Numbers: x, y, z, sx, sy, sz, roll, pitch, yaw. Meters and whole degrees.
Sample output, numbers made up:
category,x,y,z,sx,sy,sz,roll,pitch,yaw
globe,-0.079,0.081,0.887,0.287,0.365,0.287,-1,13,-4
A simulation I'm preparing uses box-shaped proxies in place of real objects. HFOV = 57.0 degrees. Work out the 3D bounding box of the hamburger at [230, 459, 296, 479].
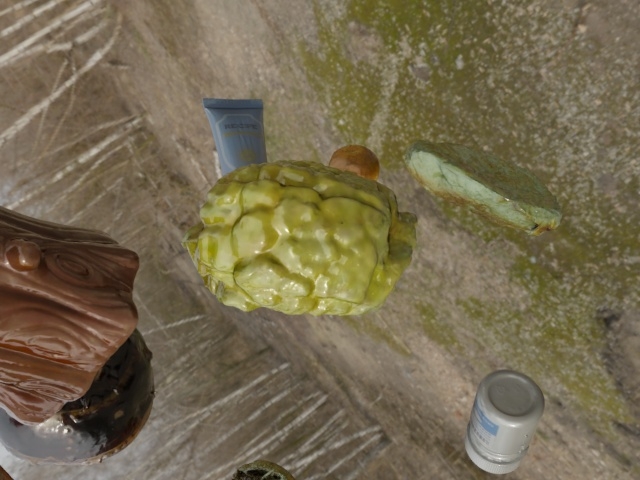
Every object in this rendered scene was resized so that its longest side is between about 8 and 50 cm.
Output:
category,x,y,z,sx,sy,sz,roll,pitch,yaw
hamburger,-0.128,0.575,1.289,0.177,0.113,0.185,22,116,12

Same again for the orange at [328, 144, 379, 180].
category,x,y,z,sx,sy,sz,roll,pitch,yaw
orange,0.053,-0.113,0.932,0.083,0.083,0.070,38,138,50

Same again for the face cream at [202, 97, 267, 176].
category,x,y,z,sx,sy,sz,roll,pitch,yaw
face cream,-0.159,-0.154,1.234,0.086,0.136,0.385,114,148,-56

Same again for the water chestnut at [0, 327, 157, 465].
category,x,y,z,sx,sy,sz,roll,pitch,yaw
water chestnut,-0.448,0.281,1.093,0.300,0.300,0.300,50,165,19

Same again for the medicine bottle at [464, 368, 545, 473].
category,x,y,z,sx,sy,sz,roll,pitch,yaw
medicine bottle,0.294,0.294,0.953,0.105,0.105,0.168,44,151,38

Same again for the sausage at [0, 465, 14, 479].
category,x,y,z,sx,sy,sz,roll,pitch,yaw
sausage,-0.332,0.382,0.686,0.093,0.093,0.312,37,151,51

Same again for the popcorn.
category,x,y,z,sx,sy,sz,roll,pitch,yaw
popcorn,0.000,0.000,0.677,0.225,0.286,0.173,18,101,40

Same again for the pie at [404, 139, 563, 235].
category,x,y,z,sx,sy,sz,roll,pitch,yaw
pie,0.269,-0.093,0.978,0.275,0.105,0.257,24,-166,-4

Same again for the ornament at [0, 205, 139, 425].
category,x,y,z,sx,sy,sz,roll,pitch,yaw
ornament,-0.339,0.059,0.580,0.235,0.221,0.218,14,168,40
